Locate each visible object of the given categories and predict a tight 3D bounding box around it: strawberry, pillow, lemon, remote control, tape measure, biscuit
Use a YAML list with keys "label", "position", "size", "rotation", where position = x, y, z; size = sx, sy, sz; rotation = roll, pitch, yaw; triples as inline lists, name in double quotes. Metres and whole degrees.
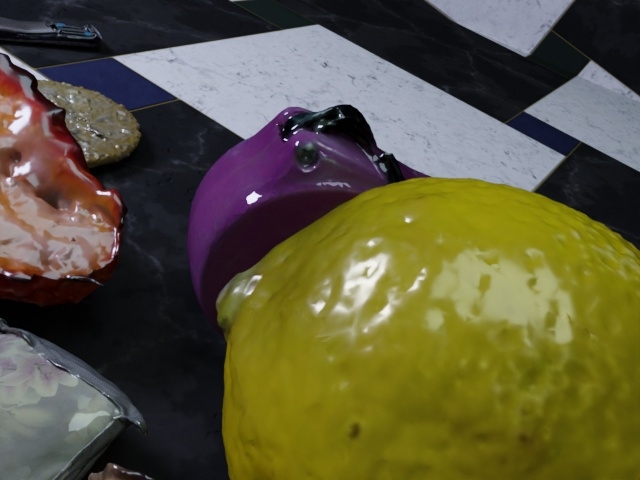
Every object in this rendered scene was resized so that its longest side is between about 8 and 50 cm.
- label: "strawberry"
  position: [-0.321, -0.051, 0.622]
  size: [0.280, 0.150, 0.253]
  rotation: [12, 54, -19]
- label: "pillow"
  position: [-0.244, 0.153, 0.439]
  size: [0.169, 0.059, 0.255]
  rotation: [31, 35, 12]
- label: "lemon"
  position: [0.100, 0.114, 0.465]
  size: [0.336, 0.336, 0.336]
  rotation: [15, 33, -10]
- label: "remote control"
  position: [-0.446, -0.324, 1.051]
  size: [0.212, 0.028, 0.059]
  rotation: [-5, 42, -36]
- label: "tape measure"
  position: [0.000, 0.000, 0.634]
  size: [0.231, 0.245, 0.149]
  rotation: [23, 28, -29]
- label: "biscuit"
  position: [-0.336, -0.147, 0.852]
  size: [0.219, 0.033, 0.220]
  rotation: [14, 34, -9]

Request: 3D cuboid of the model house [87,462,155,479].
- label: "model house"
  position: [-0.089, 0.236, 0.331]
  size: [0.183, 0.166, 0.172]
  rotation: [34, 53, -11]
